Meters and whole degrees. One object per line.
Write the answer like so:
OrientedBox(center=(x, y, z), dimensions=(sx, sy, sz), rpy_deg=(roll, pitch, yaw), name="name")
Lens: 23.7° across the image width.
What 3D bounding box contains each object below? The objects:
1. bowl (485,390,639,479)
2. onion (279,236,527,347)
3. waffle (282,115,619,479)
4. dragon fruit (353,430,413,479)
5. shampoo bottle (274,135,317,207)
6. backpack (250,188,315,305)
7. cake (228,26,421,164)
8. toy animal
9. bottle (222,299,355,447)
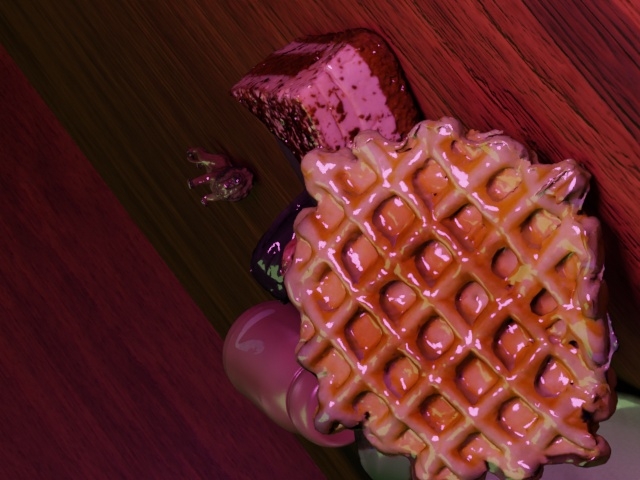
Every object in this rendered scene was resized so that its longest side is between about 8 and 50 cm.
OrientedBox(center=(0.251, 0.306, 1.383), dimensions=(0.146, 0.313, 0.313), rpy_deg=(40, 179, -36), name="bowl")
OrientedBox(center=(0.108, 0.086, 1.431), dimensions=(0.281, 0.221, 0.281), rpy_deg=(37, 176, 3), name="onion")
OrientedBox(center=(0.105, 0.053, 1.260), dimensions=(0.297, 0.073, 0.317), rpy_deg=(2, 102, 27), name="waffle")
OrientedBox(center=(0.144, 0.237, 1.786), dimensions=(0.268, 0.130, 0.295), rpy_deg=(45, 153, -11), name="dragon fruit")
OrientedBox(center=(0.046, -0.038, 1.655), dimensions=(0.246, 0.080, 0.079), rpy_deg=(59, 169, -18), name="shampoo bottle")
OrientedBox(center=(-0.001, 0.002, 1.755), dimensions=(0.106, 0.165, 0.120), rpy_deg=(43, 170, 7), name="backpack")
OrientedBox(center=(-0.012, -0.162, 1.475), dimensions=(0.246, 0.112, 0.135), rpy_deg=(48, 164, 45), name="cake")
OrientedBox(center=(-0.165, -0.095, 2.298), dimensions=(0.220, 0.086, 0.069), rpy_deg=(37, 159, 56), name="toy animal")
OrientedBox(center=(-0.026, 0.200, 2.403), dimensions=(0.297, 0.173, 0.206), rpy_deg=(-145, 57, -60), name="bottle")
